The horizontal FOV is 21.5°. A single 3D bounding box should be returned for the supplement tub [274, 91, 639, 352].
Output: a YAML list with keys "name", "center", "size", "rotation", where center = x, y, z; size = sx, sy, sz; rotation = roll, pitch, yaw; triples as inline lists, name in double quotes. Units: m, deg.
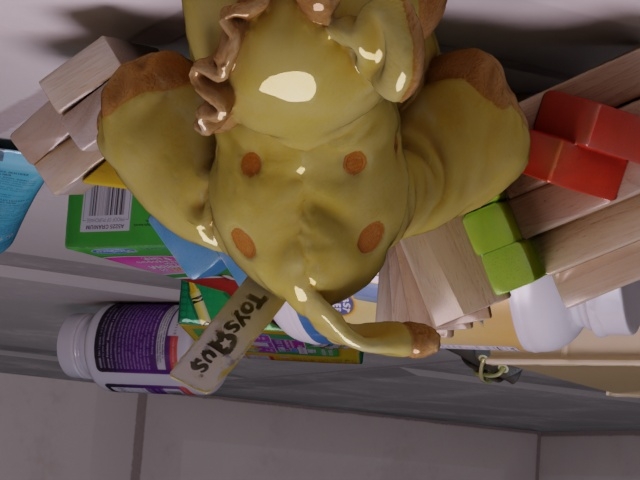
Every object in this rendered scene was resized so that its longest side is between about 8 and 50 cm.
- name: "supplement tub"
  center: [0.076, -0.011, 0.939]
  size: [0.200, 0.144, 0.144]
  rotation: [0, 170, 19]

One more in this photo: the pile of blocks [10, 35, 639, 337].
- name: "pile of blocks"
  center: [0.009, -0.024, 0.818]
  size: [0.362, 0.149, 0.112]
  rotation: [2, -177, 15]

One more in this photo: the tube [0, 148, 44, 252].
- name: "tube"
  center: [-0.243, -0.035, 1.242]
  size: [0.080, 0.052, 0.207]
  rotation: [2, 166, -14]

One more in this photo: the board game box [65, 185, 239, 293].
- name: "board game box"
  center: [0.000, 0.000, 1.278]
  size: [0.242, 0.064, 0.316]
  rotation: [-2, 169, 31]

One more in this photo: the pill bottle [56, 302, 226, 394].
- name: "pill bottle"
  center: [-0.213, 0.128, 2.007]
  size: [0.193, 0.108, 0.108]
  rotation: [0, 170, 26]

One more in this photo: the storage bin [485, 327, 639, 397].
- name: "storage bin"
  center: [0.292, 0.049, 1.275]
  size: [0.260, 0.123, 0.262]
  rotation: [-2, 168, 30]

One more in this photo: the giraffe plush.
- name: "giraffe plush"
  center: [-0.008, -0.070, 0.652]
  size: [0.181, 0.210, 0.170]
  rotation: [12, 140, 9]

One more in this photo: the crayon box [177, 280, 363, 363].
- name: "crayon box"
  center: [-0.039, 0.065, 1.631]
  size: [0.165, 0.081, 0.278]
  rotation: [4, 170, 2]

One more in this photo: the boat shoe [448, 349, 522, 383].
- name: "boat shoe"
  center: [0.203, 0.102, 1.714]
  size: [0.305, 0.091, 0.109]
  rotation: [5, 170, -5]
